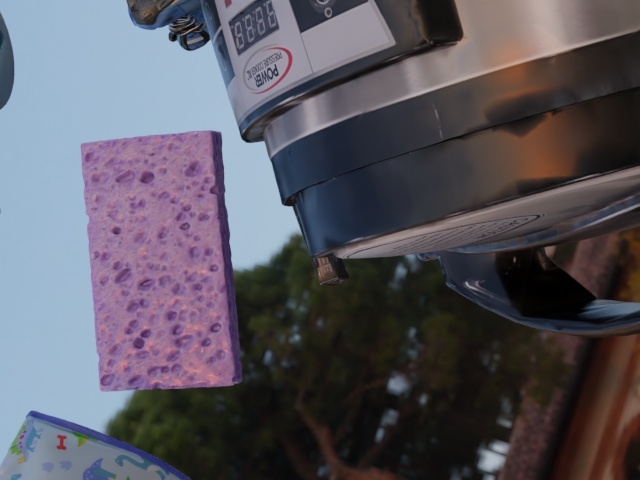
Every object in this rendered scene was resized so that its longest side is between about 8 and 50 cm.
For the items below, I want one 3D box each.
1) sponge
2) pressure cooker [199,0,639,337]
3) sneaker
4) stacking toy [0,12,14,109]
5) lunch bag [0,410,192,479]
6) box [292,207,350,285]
[{"bbox_3d":[-0.131,0.018,1.162,0.031,0.117,0.210,4,-100,-78],"label":"sponge"},{"bbox_3d":[0.130,-0.152,0.799,0.370,0.375,0.421,-11,-94,-70],"label":"pressure cooker"},{"bbox_3d":[-0.092,-0.172,1.033,0.162,0.063,0.073,-44,-41,-63],"label":"sneaker"},{"bbox_3d":[-0.347,-0.091,1.333,0.309,0.130,0.280,-73,-30,-59],"label":"stacking toy"},{"bbox_3d":[-0.171,0.216,1.042,0.096,0.151,0.129,102,-174,-51],"label":"lunch bag"},{"bbox_3d":[0.000,0.000,1.306,0.067,0.018,0.083,15,-125,-78],"label":"box"}]
